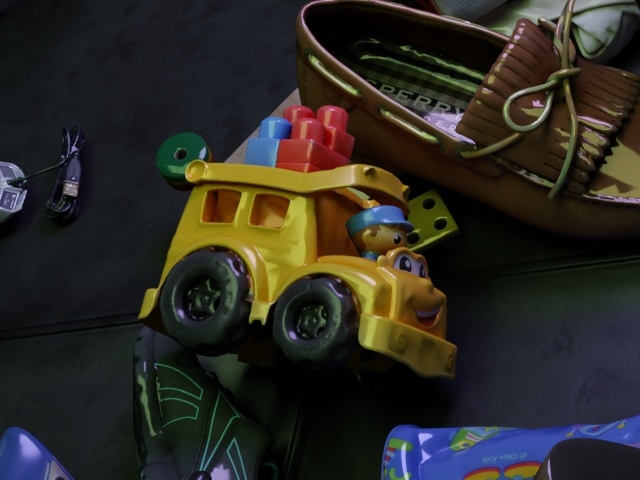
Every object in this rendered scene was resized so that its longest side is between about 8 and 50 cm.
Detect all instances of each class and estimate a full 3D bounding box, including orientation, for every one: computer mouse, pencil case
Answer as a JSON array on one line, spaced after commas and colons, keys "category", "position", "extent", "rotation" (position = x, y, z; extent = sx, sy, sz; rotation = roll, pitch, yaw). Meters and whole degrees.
[{"category": "computer mouse", "position": [-0.304, -0.038, 1.819], "extent": [0.193, 0.042, 0.106], "rotation": [-17, 50, 12]}, {"category": "pencil case", "position": [0.179, 0.163, 1.258], "extent": [0.306, 0.133, 0.119], "rotation": [-10, 72, 27]}]

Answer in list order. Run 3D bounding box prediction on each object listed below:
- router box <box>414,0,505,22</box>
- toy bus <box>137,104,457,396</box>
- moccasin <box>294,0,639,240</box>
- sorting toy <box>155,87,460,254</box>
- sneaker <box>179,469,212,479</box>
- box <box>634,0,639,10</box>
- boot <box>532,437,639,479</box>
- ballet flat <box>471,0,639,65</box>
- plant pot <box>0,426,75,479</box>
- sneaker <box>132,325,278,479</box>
[{"category": "router box", "position": [0.183, -0.338, 1.683], "extent": [0.335, 0.082, 0.301], "rotation": [-33, 29, -3]}, {"category": "toy bus", "position": [0.000, 0.000, 1.458], "extent": [0.220, 0.149, 0.211], "rotation": [7, 79, 32]}, {"category": "moccasin", "position": [0.150, -0.107, 1.485], "extent": [0.380, 0.147, 0.139], "rotation": [24, 62, 30]}, {"category": "sorting toy", "position": [-0.003, -0.038, 1.608], "extent": [0.274, 0.046, 0.132], "rotation": [34, 75, 34]}, {"category": "sneaker", "position": [-0.018, 0.246, 1.286], "extent": [0.276, 0.097, 0.135], "rotation": [29, 69, 21]}, {"category": "box", "position": [0.294, -0.190, 1.399], "extent": [0.060, 0.270, 0.216], "rotation": [-44, 42, -8]}, {"category": "boot", "position": [0.240, 0.206, 1.123], "extent": [0.112, 0.305, 0.115], "rotation": [-91, 24, -53]}, {"category": "ballet flat", "position": [0.195, -0.169, 1.598], "extent": [0.248, 0.086, 0.086], "rotation": [-18, 45, 21]}, {"category": "plant pot", "position": [-0.262, 0.267, 1.379], "extent": [0.212, 0.236, 0.236], "rotation": [-3, 50, 23]}, {"category": "sneaker", "position": [-0.089, 0.160, 1.481], "extent": [0.106, 0.101, 0.267], "rotation": [-4, 38, -7]}]
